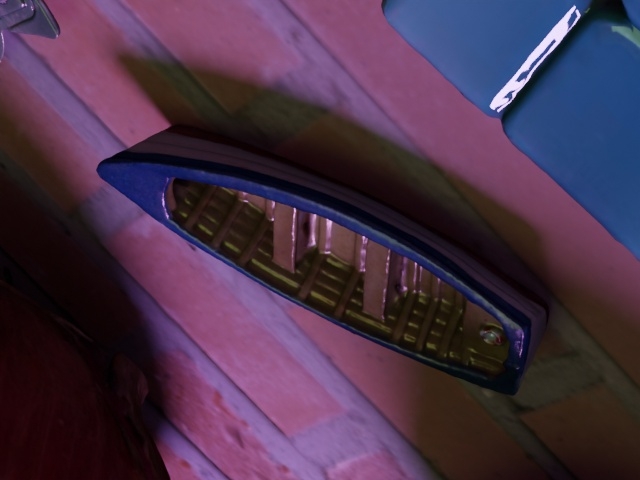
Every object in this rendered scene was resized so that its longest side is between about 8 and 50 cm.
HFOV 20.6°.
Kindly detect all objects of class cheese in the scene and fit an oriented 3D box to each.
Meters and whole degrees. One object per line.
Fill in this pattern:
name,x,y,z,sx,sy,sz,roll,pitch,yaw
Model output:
cheese,-0.177,-0.114,0.878,0.121,0.026,0.067,-13,121,48

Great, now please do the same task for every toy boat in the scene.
toy boat,0.000,0.000,0.828,0.229,0.046,0.080,26,144,19

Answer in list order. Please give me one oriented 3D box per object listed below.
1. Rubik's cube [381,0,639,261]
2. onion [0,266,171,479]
Rubik's cube,0.169,-0.085,0.435,0.265,0.224,0.213,43,139,4
onion,-0.248,0.146,1.024,0.354,0.353,0.353,24,142,20
